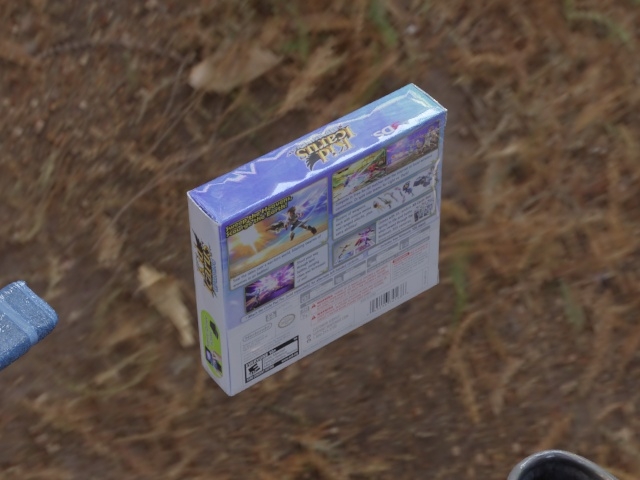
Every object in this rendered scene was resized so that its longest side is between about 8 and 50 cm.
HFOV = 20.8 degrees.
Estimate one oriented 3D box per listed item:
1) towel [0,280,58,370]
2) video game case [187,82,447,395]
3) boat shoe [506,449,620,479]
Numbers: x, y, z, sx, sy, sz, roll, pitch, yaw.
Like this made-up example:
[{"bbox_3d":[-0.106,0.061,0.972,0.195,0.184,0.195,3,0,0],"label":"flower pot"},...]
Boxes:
[{"bbox_3d":[-0.315,0.087,1.745,0.067,0.029,0.119,43,31,2],"label":"towel"},{"bbox_3d":[0.000,0.000,1.727,0.270,0.244,0.061,-27,51,-25],"label":"video game case"},{"bbox_3d":[0.121,0.169,0.665,0.112,0.335,0.095,2,100,-10],"label":"boat shoe"}]
